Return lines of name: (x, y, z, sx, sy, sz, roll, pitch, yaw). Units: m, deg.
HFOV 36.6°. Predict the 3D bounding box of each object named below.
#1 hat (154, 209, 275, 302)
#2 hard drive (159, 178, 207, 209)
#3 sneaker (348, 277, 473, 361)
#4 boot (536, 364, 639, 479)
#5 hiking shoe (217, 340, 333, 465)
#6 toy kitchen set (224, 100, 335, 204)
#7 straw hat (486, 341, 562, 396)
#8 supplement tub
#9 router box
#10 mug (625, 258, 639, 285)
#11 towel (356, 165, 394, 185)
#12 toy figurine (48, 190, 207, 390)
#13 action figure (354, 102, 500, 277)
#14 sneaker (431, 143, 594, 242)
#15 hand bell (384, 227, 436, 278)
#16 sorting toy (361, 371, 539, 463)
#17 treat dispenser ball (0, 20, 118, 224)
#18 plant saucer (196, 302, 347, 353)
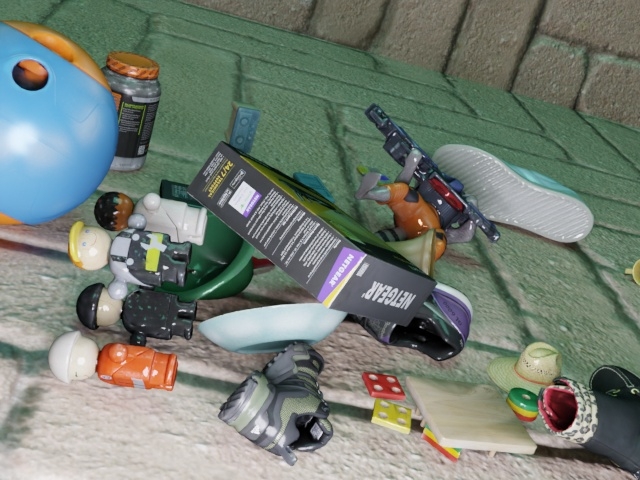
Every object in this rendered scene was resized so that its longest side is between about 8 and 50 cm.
hat: (-0.132, 0.069, 1.399, 0.208, 0.184, 0.173, -40, 42, -16)
hard drive: (-0.207, -0.066, 1.658, 0.135, 0.022, 0.094, 11, 23, -15)
sneaker: (0.085, 0.086, 1.419, 0.283, 0.107, 0.124, 20, 28, 6)
boot: (0.369, 0.216, 1.293, 0.178, 0.085, 0.236, 29, 22, -17)
hiking shoe: (-0.034, 0.194, 1.123, 0.114, 0.086, 0.227, 46, 21, 7)
toy kitchen set: (-0.071, -0.146, 1.757, 0.207, 0.166, 0.122, 8, 24, -22)
straw hat: (0.321, 0.183, 1.417, 0.144, 0.061, 0.144, 15, 22, -6)
supplement tub: (-0.349, -0.229, 1.711, 0.116, 0.191, 0.117, 16, 22, -7)
router box: (0.000, 0.000, 1.260, 0.243, 0.081, 0.309, 38, 7, 22)
mug: (0.673, 0.061, 1.976, 0.064, 0.062, 0.078, 3, 32, -51)
towel: (0.118, -0.140, 2.093, 0.060, 0.009, 0.083, 6, 24, -28)
toy figurine: (-0.222, 0.053, 1.121, 0.148, 0.210, 0.213, 9, 23, -1)
action figure: (0.146, -0.074, 1.755, 0.341, 0.178, 0.330, 49, 23, 8)
sneaker: (0.408, -0.104, 2.097, 0.365, 0.135, 0.150, 28, 15, 3)
hand bell: (0.058, 0.032, 1.542, 0.241, 0.126, 0.126, 5, 20, 12)
sorting toy: (0.172, 0.230, 1.213, 0.274, 0.046, 0.132, 10, 23, -21)
treat dispenser ball: (-0.431, -0.163, 1.365, 0.288, 0.288, 0.288, 15, 22, -6)
plant saucer: (-0.058, 0.116, 1.220, 0.194, 0.038, 0.195, -6, -14, -1)
